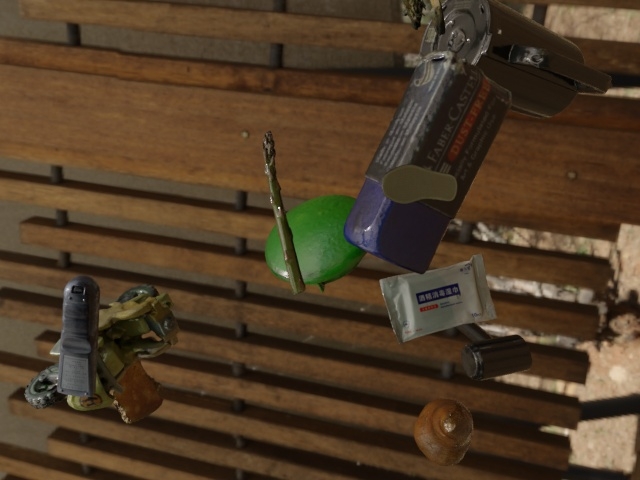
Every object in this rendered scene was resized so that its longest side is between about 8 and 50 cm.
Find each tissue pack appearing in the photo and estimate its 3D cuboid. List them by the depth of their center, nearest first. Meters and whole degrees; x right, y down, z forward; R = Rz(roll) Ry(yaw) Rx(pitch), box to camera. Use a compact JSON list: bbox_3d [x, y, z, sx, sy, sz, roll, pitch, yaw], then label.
[{"bbox_3d":[0.214,0.106,1.191,0.026,0.193,0.122,180,76,-85],"label":"tissue pack"}]

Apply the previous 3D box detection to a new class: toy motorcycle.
[{"bbox_3d":[-0.518,0.262,1.615,0.410,0.237,0.168,-50,-44,-34],"label":"toy motorcycle"}]

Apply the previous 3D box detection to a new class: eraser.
[{"bbox_3d":[0.165,-0.122,1.036,0.155,0.102,0.332,22,-84,-34],"label":"eraser"}]

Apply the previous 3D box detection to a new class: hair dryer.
[{"bbox_3d":[0.289,0.182,1.276,0.248,0.114,0.070,-134,39,-62],"label":"hair dryer"}]

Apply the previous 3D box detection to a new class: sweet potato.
[{"bbox_3d":[0.226,0.350,1.209,0.359,0.112,0.112,80,-157,-57],"label":"sweet potato"}]

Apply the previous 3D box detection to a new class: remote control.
[{"bbox_3d":[-0.279,0.112,0.760,0.027,0.044,0.152,-105,23,-66],"label":"remote control"}]

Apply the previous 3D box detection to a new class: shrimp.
[{"bbox_3d":[0.185,-0.443,1.213,0.150,0.051,0.217,61,180,23],"label":"shrimp"}]

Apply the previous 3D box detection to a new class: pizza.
[{"bbox_3d":[-0.545,0.419,1.897,0.147,0.069,0.226,-45,-60,-36],"label":"pizza"}]

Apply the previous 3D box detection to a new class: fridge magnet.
[{"bbox_3d":[0.000,0.000,1.174,0.088,0.208,0.208,64,-146,-42],"label":"fridge magnet"}]

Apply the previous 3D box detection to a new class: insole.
[{"bbox_3d":[0.135,-0.073,0.879,0.153,0.002,0.053,3,-88,-41],"label":"insole"}]

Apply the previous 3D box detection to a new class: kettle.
[{"bbox_3d":[0.405,-0.382,1.358,0.262,0.308,0.203,-21,64,56],"label":"kettle"}]

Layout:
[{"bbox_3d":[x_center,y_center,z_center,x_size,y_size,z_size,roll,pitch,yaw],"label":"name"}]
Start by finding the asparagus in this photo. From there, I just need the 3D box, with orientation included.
[{"bbox_3d":[-0.058,-0.042,0.985,0.025,0.025,0.248,-12,-90,-79],"label":"asparagus"}]
